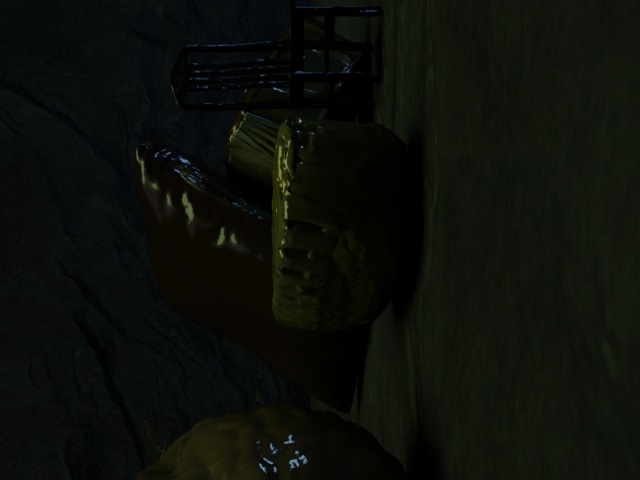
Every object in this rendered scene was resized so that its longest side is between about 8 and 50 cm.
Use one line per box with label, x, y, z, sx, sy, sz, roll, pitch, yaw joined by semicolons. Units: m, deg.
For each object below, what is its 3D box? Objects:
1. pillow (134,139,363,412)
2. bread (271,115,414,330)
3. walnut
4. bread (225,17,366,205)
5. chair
pillow;-0.074;0.050;1.244;0.108;0.308;0.305;-50;-21;-29
bread;0.014;-0.008;0.849;0.236;0.106;0.140;99;172;-72
walnut;-0.031;0.219;0.728;0.261;0.225;0.224;137;134;-79
bread;-0.031;-0.132;1.235;0.192;0.110;0.210;-62;-8;-19
chair;-0.049;-0.180;1.078;0.101;0.213;0.084;98;172;-76
